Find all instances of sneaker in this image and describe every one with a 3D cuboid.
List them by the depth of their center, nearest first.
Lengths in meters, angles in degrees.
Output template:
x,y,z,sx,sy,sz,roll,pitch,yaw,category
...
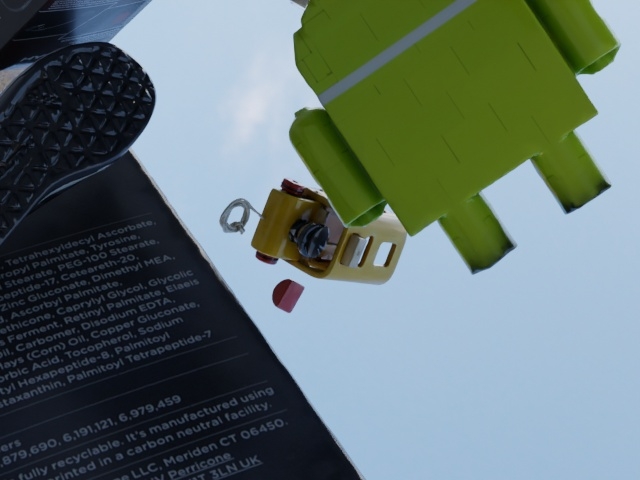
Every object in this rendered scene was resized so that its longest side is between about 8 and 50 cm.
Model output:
x,y,z,sx,sy,sz,roll,pitch,yaw,category
-0.214,-0.052,0.970,0.235,0.084,0.097,-43,-163,-30,sneaker

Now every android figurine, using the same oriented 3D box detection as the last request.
x,y,z,sx,sy,sz,roll,pitch,yaw,category
0.090,-0.119,1.081,0.248,0.056,0.273,-36,-93,12,android figurine

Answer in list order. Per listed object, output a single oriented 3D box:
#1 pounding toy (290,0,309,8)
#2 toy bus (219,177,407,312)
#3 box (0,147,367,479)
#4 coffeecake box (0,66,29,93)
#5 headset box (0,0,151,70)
x,y,z,sx,sy,sz,roll,pitch,yaw,category
0.074,-0.217,1.683,0.155,0.269,0.154,-60,-158,5,pounding toy
0.009,-0.004,1.658,0.104,0.191,0.202,28,-121,37,toy bus
-0.192,0.235,1.097,0.297,0.480,0.472,-20,-136,-21,box
-0.378,-0.186,1.773,0.142,0.185,0.068,-32,-147,5,coffeecake box
-0.163,-0.273,0.961,0.293,0.110,0.218,-31,-100,49,headset box
